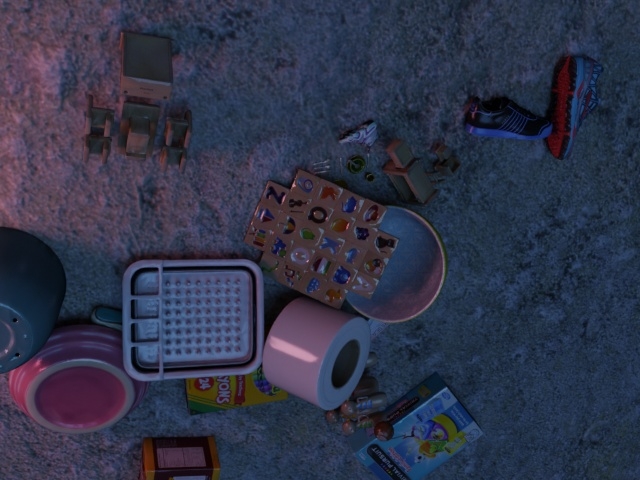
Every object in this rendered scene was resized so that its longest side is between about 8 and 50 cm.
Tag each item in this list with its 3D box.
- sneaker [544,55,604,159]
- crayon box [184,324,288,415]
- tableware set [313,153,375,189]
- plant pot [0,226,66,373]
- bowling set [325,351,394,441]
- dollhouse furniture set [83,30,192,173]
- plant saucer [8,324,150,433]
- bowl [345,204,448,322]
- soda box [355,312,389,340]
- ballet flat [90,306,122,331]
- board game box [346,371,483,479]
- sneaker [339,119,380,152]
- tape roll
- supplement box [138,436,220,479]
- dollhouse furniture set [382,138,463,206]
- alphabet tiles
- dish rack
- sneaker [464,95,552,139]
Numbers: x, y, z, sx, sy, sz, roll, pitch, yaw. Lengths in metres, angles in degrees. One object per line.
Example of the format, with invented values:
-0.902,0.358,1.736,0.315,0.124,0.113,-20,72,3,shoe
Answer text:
0.648,-0.325,1.805,0.125,0.104,0.261,-4,117,-17,sneaker
-0.197,0.332,1.889,0.319,0.081,0.202,-8,117,-14,crayon box
0.057,-0.152,1.757,0.154,0.024,0.104,-11,119,-12,tableware set
-0.705,0.149,1.553,0.293,0.235,0.292,-7,117,-14,plant pot
0.101,0.456,1.953,0.154,0.200,0.287,-12,129,-8,bowling set
-0.378,-0.286,1.518,0.212,0.161,0.242,5,136,-19,dollhouse furniture set
-0.583,0.356,1.758,0.332,0.084,0.332,-8,125,-12,plant saucer
0.194,0.052,1.807,0.289,0.289,0.156,-62,159,17,bowl
0.137,0.217,1.946,0.183,0.058,0.063,-44,120,7,soda box
-0.477,0.201,1.763,0.168,0.057,0.052,20,137,-21,ballet flat
0.287,0.586,2.165,0.336,0.079,0.253,-37,120,3,board game box
0.098,-0.236,1.718,0.098,0.038,0.069,-27,120,-2,sneaker
-0.005,0.279,1.805,0.246,0.169,0.246,-33,132,-47,tape roll
-0.389,0.650,1.961,0.194,0.129,0.191,5,115,-19,supplement box
0.234,-0.205,1.766,0.161,0.101,0.182,-47,122,-19,dollhouse furniture set
0.000,0.000,1.736,0.343,0.011,0.285,24,108,2,alphabet tiles
-0.305,0.186,1.742,0.333,0.072,0.285,-1,91,-15,dish rack
0.472,-0.304,1.774,0.232,0.081,0.090,-1,123,-15,sneaker
